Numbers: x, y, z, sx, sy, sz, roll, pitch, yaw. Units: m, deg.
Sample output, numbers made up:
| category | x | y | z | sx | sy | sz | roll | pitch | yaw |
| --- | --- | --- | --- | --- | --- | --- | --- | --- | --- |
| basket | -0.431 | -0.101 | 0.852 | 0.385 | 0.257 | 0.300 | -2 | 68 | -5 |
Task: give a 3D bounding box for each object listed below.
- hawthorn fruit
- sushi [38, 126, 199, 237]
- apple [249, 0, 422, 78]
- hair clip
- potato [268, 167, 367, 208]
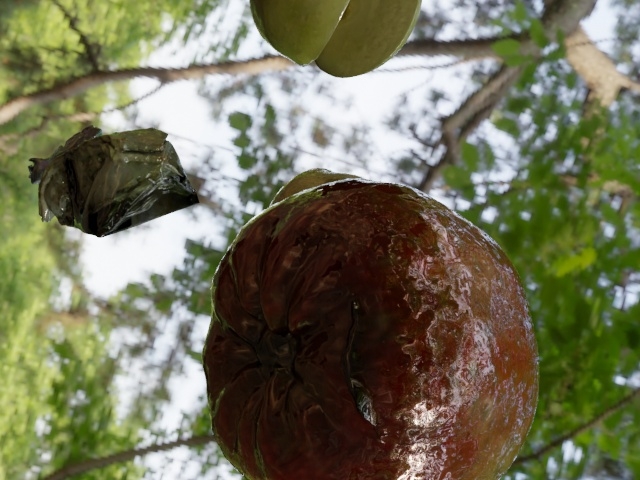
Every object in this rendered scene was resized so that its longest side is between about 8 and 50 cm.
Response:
| category | x | y | z | sx | sy | sz | roll | pitch | yaw |
| --- | --- | --- | --- | --- | --- | --- | --- | --- | --- |
| hawthorn fruit | 0.075 | 0.122 | 1.244 | 0.403 | 0.402 | 0.403 | -51 | -151 | 44 |
| sushi | -0.276 | -0.083 | 1.361 | 0.273 | 0.134 | 0.109 | 9 | -64 | 58 |
| apple | 0.023 | -0.413 | 1.802 | 0.254 | 0.291 | 0.292 | -64 | -158 | 18 |
| hair clip | -0.436 | -0.147 | 1.808 | 0.124 | 0.052 | 0.195 | -15 | -156 | 25 |
| potato | 0.000 | 0.000 | 1.792 | 0.242 | 0.242 | 0.286 | -114 | -143 | -61 |
